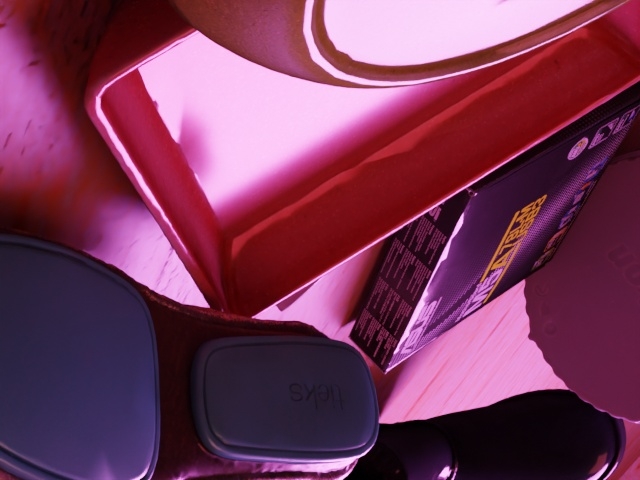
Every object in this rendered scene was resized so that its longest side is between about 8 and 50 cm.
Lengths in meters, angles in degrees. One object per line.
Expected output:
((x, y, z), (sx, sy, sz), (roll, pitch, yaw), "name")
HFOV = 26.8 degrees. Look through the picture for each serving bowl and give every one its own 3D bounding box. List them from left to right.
((0.000, 0.000, 0.713), (0.083, 0.027, 0.083), (-44, -178, 2), "serving bowl")

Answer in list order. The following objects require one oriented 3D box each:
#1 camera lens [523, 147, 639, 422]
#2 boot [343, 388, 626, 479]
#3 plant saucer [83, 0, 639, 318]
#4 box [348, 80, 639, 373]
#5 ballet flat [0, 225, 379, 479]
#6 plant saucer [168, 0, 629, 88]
((0.306, 0.032, 1.092), (0.219, 0.219, 0.274), (-52, 158, 21), "camera lens")
((0.097, 0.177, 1.042), (0.246, 0.094, 0.207), (-10, 175, 24), "boot")
((0.036, -0.083, 0.564), (0.258, 0.048, 0.259), (-32, 158, -5), "plant saucer")
((0.117, -0.016, 0.896), (0.184, 0.045, 0.191), (-31, 156, -37), "box")
((-0.095, 0.070, 0.566), (0.106, 0.107, 0.316), (-13, 158, 31), "ballet flat")
((0.070, -0.110, 0.390), (0.241, 0.037, 0.241), (-24, 165, -7), "plant saucer")
